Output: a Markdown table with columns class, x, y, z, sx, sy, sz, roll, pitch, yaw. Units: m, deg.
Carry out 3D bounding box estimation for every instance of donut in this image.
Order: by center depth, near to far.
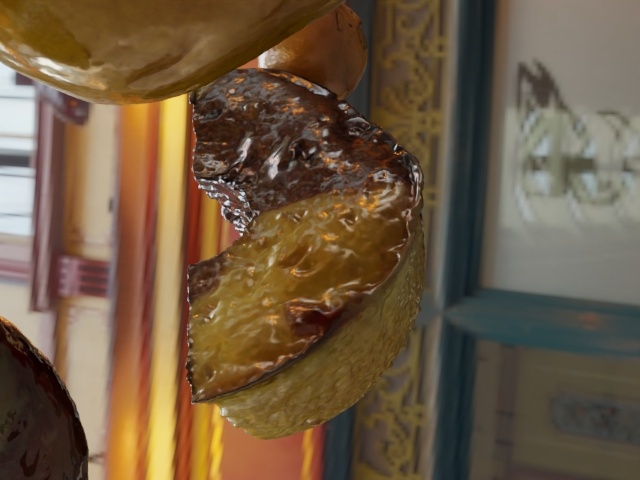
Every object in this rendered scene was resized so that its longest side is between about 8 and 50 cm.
| class | x | y | z | sx | sy | sz | roll | pitch | yaw |
| --- | --- | --- | --- | --- | --- | --- | --- | --- | --- |
| donut | 0.000 | 0.000 | 0.960 | 0.112 | 0.151 | 0.295 | 70 | -170 | -45 |

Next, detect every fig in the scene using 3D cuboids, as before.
| class | x | y | z | sx | sy | sz | roll | pitch | yaw |
| --- | --- | --- | --- | --- | --- | --- | --- | --- | --- |
| fig | -0.213 | 0.090 | 0.696 | 0.143 | 0.230 | 0.160 | 25 | -94 | -52 |

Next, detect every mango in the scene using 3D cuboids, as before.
| class | x | y | z | sx | sy | sz | roll | pitch | yaw |
| --- | --- | --- | --- | --- | --- | --- | --- | --- | --- |
| mango | -0.073 | -0.142 | 0.742 | 0.109 | 0.227 | 0.147 | -106 | 9 | -69 |

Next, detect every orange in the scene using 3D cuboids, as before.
| class | x | y | z | sx | sy | sz | roll | pitch | yaw |
| --- | --- | --- | --- | --- | --- | --- | --- | --- | --- |
| orange | -0.006 | -0.133 | 1.066 | 0.083 | 0.083 | 0.084 | -11 | -76 | -54 |
